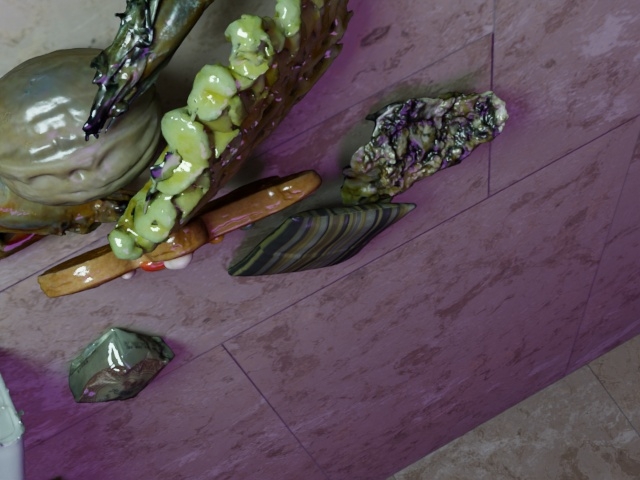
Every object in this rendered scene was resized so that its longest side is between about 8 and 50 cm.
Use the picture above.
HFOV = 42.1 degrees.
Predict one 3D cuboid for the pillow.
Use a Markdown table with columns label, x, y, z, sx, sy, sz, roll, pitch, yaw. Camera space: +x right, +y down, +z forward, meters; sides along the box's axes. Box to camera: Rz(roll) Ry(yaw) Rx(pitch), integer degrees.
| label | x | y | z | sx | sy | sz | roll | pitch | yaw |
| --- | --- | --- | --- | --- | --- | --- | --- | --- | --- |
| pillow | 0.000 | 0.000 | 1.195 | 0.212 | 0.052 | 0.208 | -6 | 162 | -33 |

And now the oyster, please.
| label | x | y | z | sx | sy | sz | roll | pitch | yaw |
| --- | --- | --- | --- | --- | --- | --- | --- | --- | --- |
| oyster | 0.131 | -0.116 | 1.149 | 0.214 | 0.083 | 0.223 | -17 | 156 | -19 |

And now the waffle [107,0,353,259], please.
| label | x | y | z | sx | sy | sz | roll | pitch | yaw |
| --- | --- | --- | --- | --- | --- | --- | --- | --- | --- |
| waffle | -0.078 | -0.121 | 0.792 | 0.317 | 0.073 | 0.297 | -48 | -174 | 28 |

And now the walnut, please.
| label | x | y | z | sx | sy | sz | roll | pitch | yaw |
| --- | --- | --- | --- | --- | --- | --- | --- | --- | --- |
| walnut | -0.226 | -0.103 | 0.762 | 0.162 | 0.140 | 0.140 | -11 | 153 | 8 |

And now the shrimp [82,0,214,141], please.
| label | x | y | z | sx | sy | sz | roll | pitch | yaw |
| --- | --- | --- | --- | --- | --- | --- | --- | --- | --- |
| shrimp | -0.165 | -0.220 | 0.649 | 0.198 | 0.051 | 0.262 | 34 | 86 | -45 |

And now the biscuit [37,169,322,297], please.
| label | x | y | z | sx | sy | sz | roll | pitch | yaw |
| --- | --- | --- | --- | --- | --- | --- | --- | --- | --- |
| biscuit | -0.163 | -0.004 | 0.958 | 0.324 | 0.049 | 0.205 | -23 | -169 | -24 |

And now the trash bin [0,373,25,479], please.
| label | x | y | z | sx | sy | sz | roll | pitch | yaw |
| --- | --- | --- | --- | --- | --- | --- | --- | --- | --- |
| trash bin | -0.511 | 0.321 | 1.084 | 0.256 | 0.296 | 0.368 | -8 | 131 | -33 |

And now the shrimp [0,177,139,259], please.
| label | x | y | z | sx | sy | sz | roll | pitch | yaw |
| --- | --- | --- | --- | --- | --- | --- | --- | --- | --- |
| shrimp | -0.324 | -0.015 | 0.884 | 0.287 | 0.063 | 0.152 | -3 | 143 | -36 |

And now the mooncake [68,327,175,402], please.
| label | x | y | z | sx | sy | sz | roll | pitch | yaw |
| --- | --- | --- | --- | --- | --- | --- | --- | --- | --- |
| mooncake | -0.297 | 0.195 | 1.240 | 0.130 | 0.073 | 0.125 | -37 | 153 | 16 |
